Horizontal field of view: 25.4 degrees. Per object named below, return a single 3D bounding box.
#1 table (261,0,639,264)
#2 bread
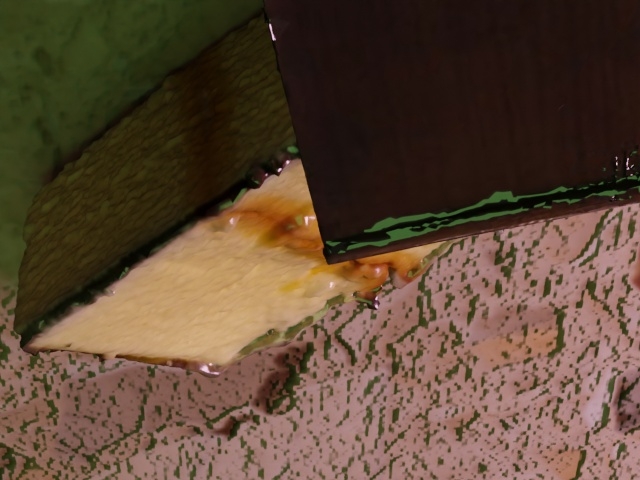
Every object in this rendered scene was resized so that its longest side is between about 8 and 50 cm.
[{"bbox_3d":[0.059,-0.189,0.448,0.196,0.250,0.282,-11,128,4],"label":"table"},{"bbox_3d":[0.000,0.000,0.665,0.240,0.135,0.178,-33,124,17],"label":"bread"}]
